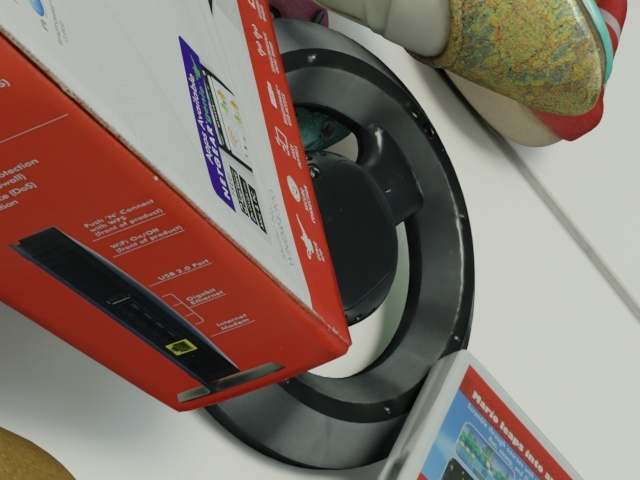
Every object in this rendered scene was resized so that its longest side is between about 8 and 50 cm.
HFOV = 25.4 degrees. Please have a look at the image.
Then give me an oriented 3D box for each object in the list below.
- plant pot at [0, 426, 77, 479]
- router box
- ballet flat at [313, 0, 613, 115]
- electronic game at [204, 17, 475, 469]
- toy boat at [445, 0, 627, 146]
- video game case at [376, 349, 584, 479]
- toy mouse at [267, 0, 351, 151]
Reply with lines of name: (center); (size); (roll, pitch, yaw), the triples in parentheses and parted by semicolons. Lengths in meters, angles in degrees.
plant pot: (-0.166, 0.115, 0.349); (0.254, 0.237, 0.237); (0, 69, -63)
router box: (-0.112, -0.139, 0.521); (0.301, 0.082, 0.335); (46, 27, -58)
ballet flat: (0.020, -0.191, 0.766); (0.123, 0.123, 0.348); (-5, 59, -50)
electronic game: (0.000, 0.000, 0.712); (0.229, 0.048, 0.229); (14, 70, -42)
toy boat: (0.164, -0.170, 0.920); (0.151, 0.151, 0.231); (46, 41, -20)
video game case: (0.077, 0.212, 0.636); (0.204, 0.025, 0.285); (48, 43, -14)
toy mouse: (-0.010, -0.105, 0.782); (0.143, 0.031, 0.161); (17, 58, -43)
